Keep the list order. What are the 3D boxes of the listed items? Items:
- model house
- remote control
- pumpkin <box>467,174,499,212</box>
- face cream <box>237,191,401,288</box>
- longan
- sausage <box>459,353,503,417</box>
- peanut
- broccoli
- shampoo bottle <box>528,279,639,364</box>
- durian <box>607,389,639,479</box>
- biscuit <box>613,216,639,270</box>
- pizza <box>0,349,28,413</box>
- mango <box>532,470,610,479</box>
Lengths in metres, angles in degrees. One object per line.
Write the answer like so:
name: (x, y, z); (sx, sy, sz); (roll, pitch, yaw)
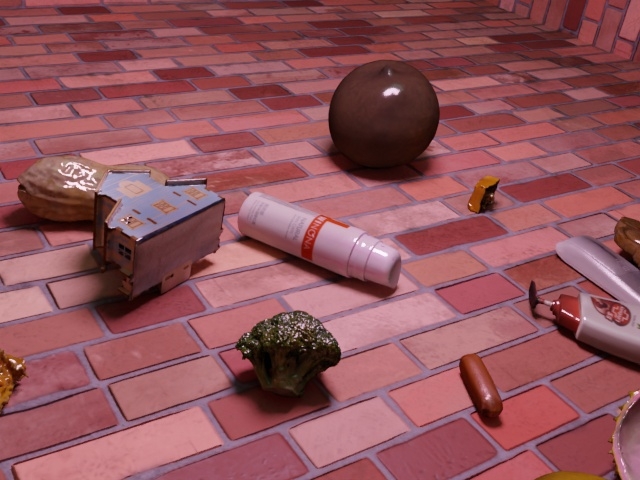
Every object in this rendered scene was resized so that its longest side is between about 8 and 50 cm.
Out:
model house: (-0.332, -0.026, 1.419); (0.206, 0.178, 0.271); (30, 39, 22)
remote control: (0.641, 0.075, 1.613); (0.109, 0.055, 0.313); (-11, 36, -29)
pumpkin: (0.396, -0.111, 1.844); (0.054, 0.074, 0.083); (32, 38, 25)
face cream: (0.000, 0.000, 1.538); (0.345, 0.102, 0.102); (20, 33, 22)
longan: (0.160, -0.316, 1.932); (0.297, 0.297, 0.297); (6, 31, -4)
sausage: (0.264, 0.240, 1.260); (0.039, 0.041, 0.131); (6, 31, -13)
peanut: (-0.450, -0.102, 1.566); (0.313, 0.149, 0.149); (3, 31, -10)
broccoli: (-0.053, 0.174, 1.216); (0.162, 0.146, 0.138); (19, 61, -16)
shampoo bottle: (0.529, 0.147, 1.449); (0.284, 0.071, 0.153); (20, 34, 17)
durian: (0.515, 0.324, 1.107); (0.186, 0.154, 0.260); (-5, 32, 22)
biscuit: (0.740, 0.026, 1.691); (0.183, 0.047, 0.320); (24, 26, 13)
pizza: (-0.543, 0.196, 1.096); (0.226, 0.086, 0.335); (-15, 36, -31)
mango: (0.371, 0.414, 0.830); (0.301, 0.220, 0.445); (-6, 30, -19)
